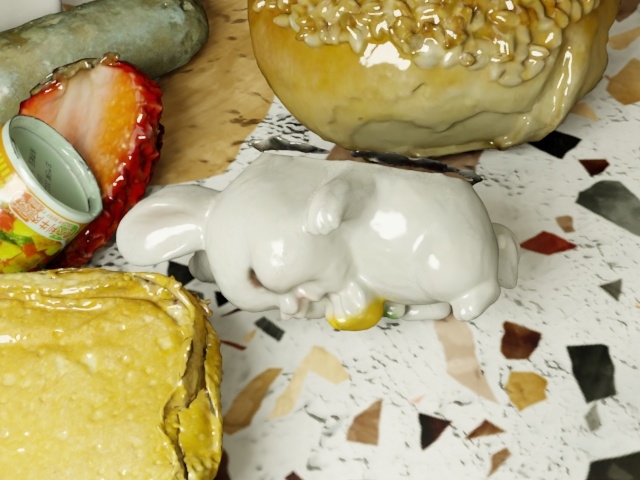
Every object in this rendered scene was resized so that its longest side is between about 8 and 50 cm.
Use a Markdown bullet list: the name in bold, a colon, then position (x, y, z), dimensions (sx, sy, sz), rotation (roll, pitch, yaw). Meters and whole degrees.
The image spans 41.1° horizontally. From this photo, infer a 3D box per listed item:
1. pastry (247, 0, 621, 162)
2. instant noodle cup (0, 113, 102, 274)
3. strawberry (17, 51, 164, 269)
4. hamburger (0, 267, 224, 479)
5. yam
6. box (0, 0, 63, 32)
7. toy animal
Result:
- **pastry**: position (0.119, -0.267, 0.925), dimensions (0.410, 0.245, 0.409), rotation (-3, 52, 4)
- **instant noodle cup**: position (-0.308, -0.016, 0.783), dimensions (0.185, 0.168, 0.168), rotation (-35, 50, 13)
- **strawberry**: position (-0.236, -0.073, 0.908), dimensions (0.190, 0.111, 0.236), rotation (-2, 74, 27)
- **hamburger**: position (-0.212, 0.159, 0.671), dimensions (0.319, 0.158, 0.318), rotation (-4, 49, 5)
- **yam**: position (-0.286, -0.215, 1.019), dimensions (0.330, 0.133, 0.133), rotation (-28, 52, -21)
- **box**: position (-0.434, -0.301, 1.059), dimensions (0.207, 0.262, 0.291), rotation (-15, 88, -19)
- **toy animal**: position (0.002, -0.001, 0.755), dimensions (0.326, 0.208, 0.154), rotation (6, 82, 24)
